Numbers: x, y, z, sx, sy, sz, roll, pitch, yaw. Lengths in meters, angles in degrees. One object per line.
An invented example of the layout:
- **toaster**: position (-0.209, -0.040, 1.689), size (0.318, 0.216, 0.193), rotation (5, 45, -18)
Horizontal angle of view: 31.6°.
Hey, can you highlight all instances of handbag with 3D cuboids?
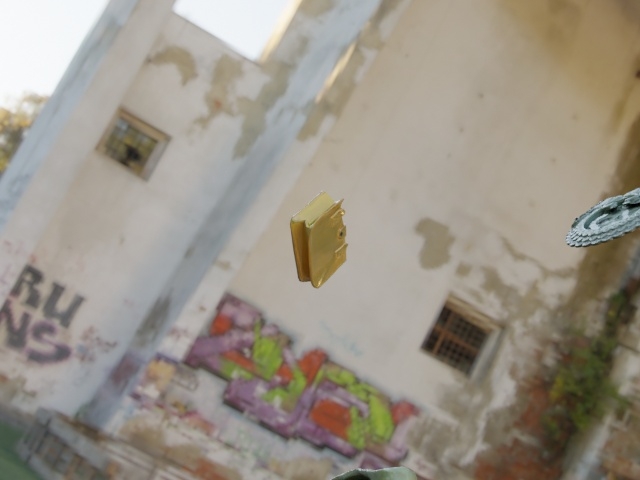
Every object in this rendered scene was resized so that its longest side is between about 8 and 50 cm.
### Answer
- **handbag**: position (0.000, 0.000, 1.120), size (0.027, 0.061, 0.083), rotation (22, -42, 31)

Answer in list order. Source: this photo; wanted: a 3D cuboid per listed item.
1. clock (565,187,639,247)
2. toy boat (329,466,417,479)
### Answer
- **clock**: position (0.198, -0.015, 0.755), size (0.074, 0.083, 0.010), rotation (-20, -77, 31)
- **toy boat**: position (0.014, 0.190, 0.724), size (0.071, 0.089, 0.185), rotation (22, -43, -32)
